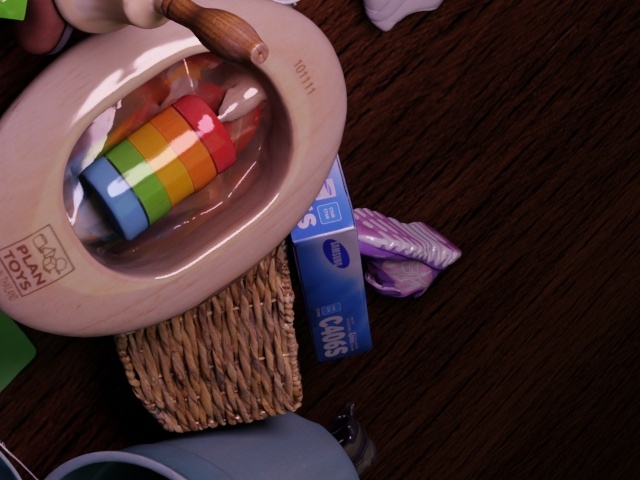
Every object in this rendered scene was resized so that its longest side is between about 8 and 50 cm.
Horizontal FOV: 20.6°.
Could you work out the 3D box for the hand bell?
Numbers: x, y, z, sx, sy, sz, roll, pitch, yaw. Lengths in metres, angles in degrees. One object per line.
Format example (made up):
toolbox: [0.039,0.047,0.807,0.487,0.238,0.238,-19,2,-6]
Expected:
hand bell: [-0.125,-0.208,1.578,0.126,0.242,0.126,-22,126,-33]

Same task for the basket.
basket: [-0.147,0.048,2.068,0.214,0.223,0.299,-10,133,-6]

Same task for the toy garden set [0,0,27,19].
toy garden set: [-0.330,-0.320,1.482,0.204,0.049,0.244,2,103,-41]

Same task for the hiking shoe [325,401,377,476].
hiking shoe: [-0.022,0.325,2.475,0.227,0.086,0.114,-45,131,-26]

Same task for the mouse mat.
mouse mat: [-0.400,0.150,1.916,0.189,0.007,0.152,-47,145,-15]

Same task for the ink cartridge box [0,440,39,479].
ink cartridge box: [-0.396,0.171,1.674,0.097,0.255,0.189,-48,165,-13]

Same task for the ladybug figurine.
ladybug figurine: [-0.183,-0.082,1.811,0.449,0.162,0.305,-33,115,-17]

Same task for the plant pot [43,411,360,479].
plant pot: [-0.131,0.368,2.153,0.334,0.341,0.341,-24,136,-58]

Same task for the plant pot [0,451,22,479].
plant pot: [-0.452,0.341,1.802,0.290,0.290,0.195,-24,158,-38]

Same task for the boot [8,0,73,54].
boot: [-0.350,-0.256,1.568,0.280,0.096,0.264,-26,136,-36]

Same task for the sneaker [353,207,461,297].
sneaker: [0.094,0.027,2.355,0.236,0.095,0.104,14,113,-55]

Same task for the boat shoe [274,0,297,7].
boat shoe: [-0.054,-0.298,1.897,0.109,0.094,0.302,0,117,-51]

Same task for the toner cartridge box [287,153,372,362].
toner cartridge box: [0.000,0.000,2.068,0.075,0.165,0.348,-14,154,-2]

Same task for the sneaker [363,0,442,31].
sneaker: [0.146,-0.346,2.122,0.262,0.099,0.121,-30,146,-22]
